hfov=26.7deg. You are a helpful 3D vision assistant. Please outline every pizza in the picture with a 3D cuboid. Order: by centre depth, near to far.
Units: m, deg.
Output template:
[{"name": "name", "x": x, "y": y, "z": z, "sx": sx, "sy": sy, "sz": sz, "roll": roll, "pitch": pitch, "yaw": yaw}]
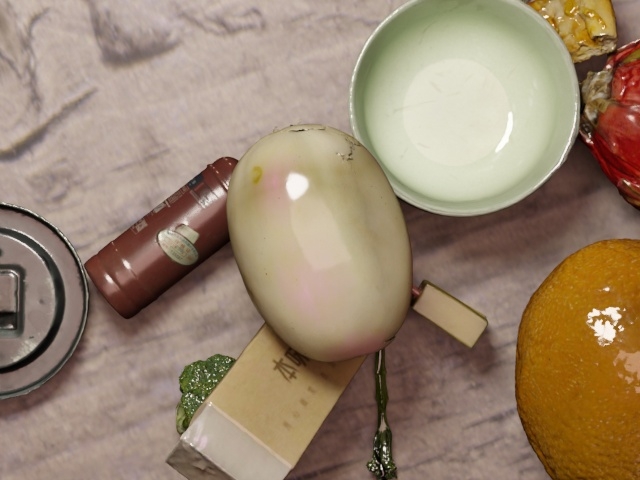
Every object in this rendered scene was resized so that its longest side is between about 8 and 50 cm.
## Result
[{"name": "pizza", "x": 0.328, "y": -0.312, "z": 1.868, "sx": 0.062, "sy": 0.161, "sz": 0.182, "roll": 20, "pitch": 50, "yaw": -38}]

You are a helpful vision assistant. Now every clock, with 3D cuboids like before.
[{"name": "clock", "x": -0.458, "y": 0.083, "z": 1.863, "sx": 0.281, "sy": 0.055, "sz": 0.280, "roll": 0, "pitch": 89, "yaw": -2}]

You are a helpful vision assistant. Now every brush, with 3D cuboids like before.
[{"name": "brush", "x": 0.121, "y": 0.065, "z": 1.864, "sx": 0.233, "sy": 0.103, "sz": 0.047, "roll": 32, "pitch": 92, "yaw": 0}]

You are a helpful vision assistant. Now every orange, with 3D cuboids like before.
[{"name": "orange", "x": 0.410, "y": 0.179, "z": 1.774, "sx": 0.322, "sy": 0.322, "sz": 0.357, "roll": 7, "pitch": 99, "yaw": -2}]

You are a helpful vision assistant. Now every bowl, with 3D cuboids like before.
[{"name": "bowl", "x": 0.187, "y": -0.183, "z": 1.836, "sx": 0.307, "sy": 0.163, "sz": 0.307, "roll": 0, "pitch": 90, "yaw": -2}]

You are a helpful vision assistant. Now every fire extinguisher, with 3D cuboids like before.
[{"name": "fire extinguisher", "x": -0.163, "y": -0.038, "z": 1.834, "sx": 0.344, "sy": 0.138, "sz": 0.102, "roll": -38, "pitch": 75, "yaw": -1}]

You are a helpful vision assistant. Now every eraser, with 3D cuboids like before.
[{"name": "eraser", "x": -0.057, "y": 0.202, "z": 1.762, "sx": 0.144, "sy": 0.078, "sz": 0.343, "roll": 37, "pitch": 44, "yaw": -1}]

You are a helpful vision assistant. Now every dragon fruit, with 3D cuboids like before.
[{"name": "dragon fruit", "x": 0.511, "y": -0.145, "z": 1.796, "sx": 0.343, "sy": 0.277, "sz": 0.277, "roll": 21, "pitch": 89, "yaw": -15}]

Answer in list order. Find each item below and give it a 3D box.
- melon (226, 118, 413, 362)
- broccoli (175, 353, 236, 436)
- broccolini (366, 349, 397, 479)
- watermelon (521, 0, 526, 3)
[{"name": "melon", "x": 0.000, "y": 0.000, "z": 1.722, "sx": 0.223, "sy": 0.223, "sz": 0.316, "roll": -18, "pitch": 90, "yaw": -2}, {"name": "broccoli", "x": -0.137, "y": 0.236, "z": 1.838, "sx": 0.138, "sy": 0.146, "sz": 0.162, "roll": -32, "pitch": 75, "yaw": 36}, {"name": "broccolini", "x": 0.091, "y": 0.232, "z": 1.897, "sx": 0.042, "sy": 0.044, "sz": 0.218, "roll": 1, "pitch": 84, "yaw": 13}, {"name": "watermelon", "x": 0.265, "y": -0.364, "z": 1.891, "sx": 0.085, "sy": 0.061, "sz": 0.085, "roll": -1, "pitch": 96, "yaw": -9}]
